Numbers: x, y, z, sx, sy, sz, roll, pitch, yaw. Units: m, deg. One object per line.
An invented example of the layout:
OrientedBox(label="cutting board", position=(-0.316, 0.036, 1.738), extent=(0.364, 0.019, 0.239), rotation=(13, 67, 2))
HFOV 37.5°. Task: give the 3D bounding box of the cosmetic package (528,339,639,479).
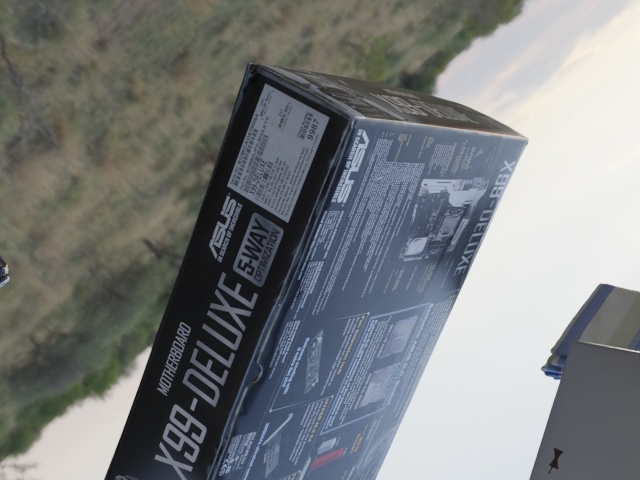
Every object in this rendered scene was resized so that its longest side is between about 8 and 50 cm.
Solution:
OrientedBox(label="cosmetic package", position=(0.298, 0.139, 0.368), extent=(0.377, 0.284, 0.097), rotation=(178, -71, -75))

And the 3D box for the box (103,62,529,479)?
OrientedBox(label="box", position=(0.003, 0.051, 0.619), extent=(0.242, 0.076, 0.307), rotation=(-6, 121, -56))

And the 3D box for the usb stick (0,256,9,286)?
OrientedBox(label="usb stick", position=(-0.507, -0.039, 1.198), extent=(0.077, 0.278, 0.045), rotation=(-40, 179, -13))

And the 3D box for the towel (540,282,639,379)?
OrientedBox(label="towel", position=(0.417, 0.133, 1.065), extent=(0.285, 0.034, 0.209), rotation=(14, -148, 28))
